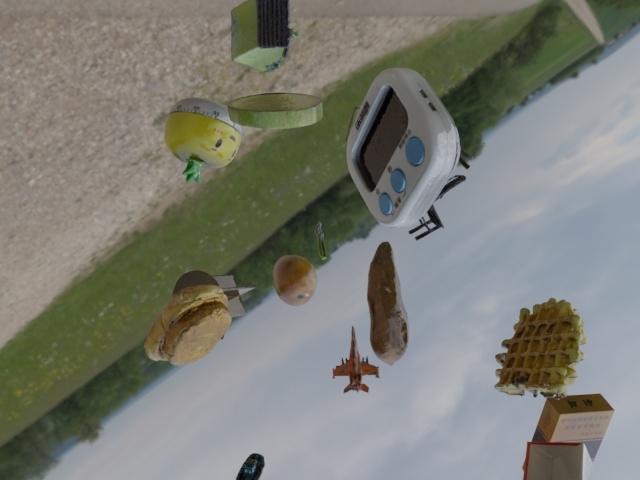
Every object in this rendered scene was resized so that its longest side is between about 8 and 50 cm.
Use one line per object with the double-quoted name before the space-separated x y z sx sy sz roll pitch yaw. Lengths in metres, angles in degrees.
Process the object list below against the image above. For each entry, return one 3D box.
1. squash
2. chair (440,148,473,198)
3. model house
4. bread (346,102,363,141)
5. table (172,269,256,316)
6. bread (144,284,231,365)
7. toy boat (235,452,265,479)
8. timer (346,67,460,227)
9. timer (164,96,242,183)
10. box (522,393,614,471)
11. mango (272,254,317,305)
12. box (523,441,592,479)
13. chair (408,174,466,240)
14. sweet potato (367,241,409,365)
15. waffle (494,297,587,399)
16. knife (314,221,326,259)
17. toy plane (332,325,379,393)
"squash" -0.119 -0.347 1.752 0.252 0.049 0.252 -2 -156 1
"chair" 0.295 -0.291 2.016 0.160 0.319 0.186 -49 178 22
"model house" -0.141 -0.633 1.976 0.211 0.194 0.170 -9 167 43
"bread" 0.116 -0.279 1.592 0.139 0.074 0.084 -55 162 -68
"table" -0.298 0.166 1.946 0.167 0.167 0.226 -36 165 21
"bread" -0.326 0.215 1.660 0.236 0.120 0.198 -54 156 22
"toy boat" -0.177 0.581 1.661 0.060 0.061 0.137 5 -156 14
"timer" 0.147 -0.168 1.212 0.087 0.237 0.262 -6 145 -27
"timer" -0.410 -0.319 2.250 0.285 0.285 0.285 -36 -179 1
"box" 0.600 0.486 1.616 0.152 0.237 0.070 0 -154 -15
"mango" -0.094 0.139 2.298 0.139 0.175 0.254 2 179 -15
"box" 0.513 0.537 1.433 0.133 0.099 0.182 -13 -145 31
"chair" 0.341 -0.097 1.917 0.212 0.101 0.084 -28 -161 0
"sweet potato" 0.154 0.142 1.534 0.097 0.292 0.097 -3 170 0
"waffle" 0.489 0.258 1.483 0.283 0.065 0.309 -58 -172 26
"knife" 0.000 0.000 1.718 0.026 0.022 0.184 -62 -163 25
"toy plane" 0.098 0.341 1.887 0.135 0.188 0.062 -4 161 3
